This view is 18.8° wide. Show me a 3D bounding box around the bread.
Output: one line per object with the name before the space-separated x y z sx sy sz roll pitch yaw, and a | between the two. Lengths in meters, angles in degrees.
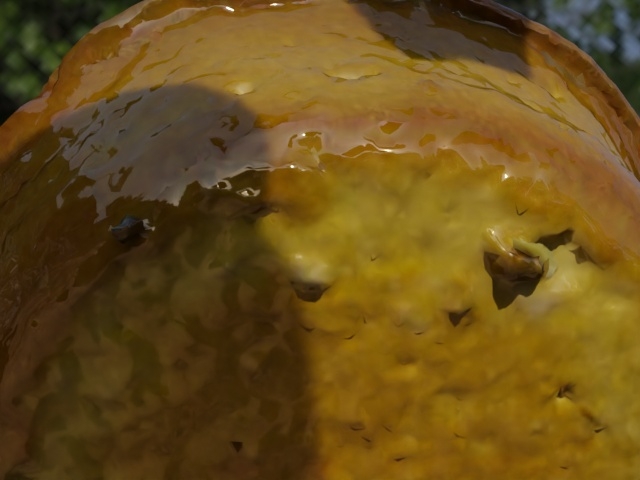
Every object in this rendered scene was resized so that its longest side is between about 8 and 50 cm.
bread | 0.000 0.000 0.756 0.194 0.340 0.179 -103 -167 -59
